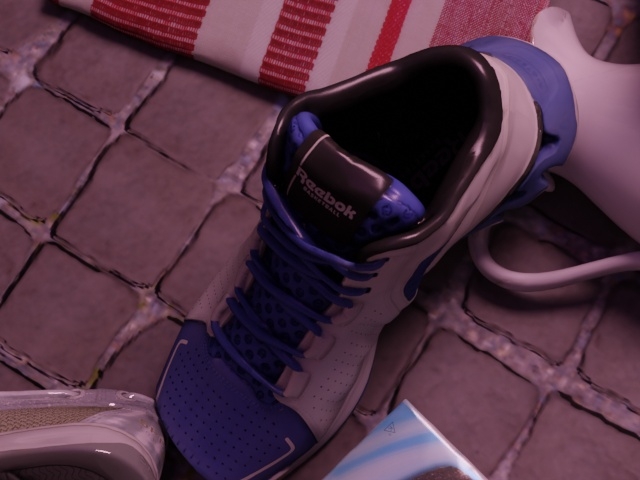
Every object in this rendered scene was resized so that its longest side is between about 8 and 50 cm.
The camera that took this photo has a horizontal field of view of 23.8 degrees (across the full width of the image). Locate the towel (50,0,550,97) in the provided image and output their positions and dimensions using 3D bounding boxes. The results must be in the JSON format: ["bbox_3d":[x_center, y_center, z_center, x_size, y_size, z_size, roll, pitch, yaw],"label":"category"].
[{"bbox_3d":[0.000,-0.215,1.008,0.329,0.037,0.237,21,94,14],"label":"towel"}]

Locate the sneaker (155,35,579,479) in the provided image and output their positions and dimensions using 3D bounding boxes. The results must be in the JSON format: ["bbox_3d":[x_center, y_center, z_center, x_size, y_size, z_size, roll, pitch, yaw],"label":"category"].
[{"bbox_3d":[0.001,-0.001,0.848,0.127,0.182,0.315,44,102,17],"label":"sneaker"}]

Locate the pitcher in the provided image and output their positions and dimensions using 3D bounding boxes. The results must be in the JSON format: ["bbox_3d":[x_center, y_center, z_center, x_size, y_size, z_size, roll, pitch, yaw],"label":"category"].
[{"bbox_3d":[0.202,-0.029,0.917,0.207,0.125,0.178,23,94,24],"label":"pitcher"}]

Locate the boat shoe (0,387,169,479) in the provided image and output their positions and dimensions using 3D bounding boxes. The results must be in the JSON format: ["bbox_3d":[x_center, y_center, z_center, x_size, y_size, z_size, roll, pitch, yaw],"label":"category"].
[{"bbox_3d":[-0.250,0.142,0.913,0.320,0.103,0.118,-7,115,7],"label":"boat shoe"}]

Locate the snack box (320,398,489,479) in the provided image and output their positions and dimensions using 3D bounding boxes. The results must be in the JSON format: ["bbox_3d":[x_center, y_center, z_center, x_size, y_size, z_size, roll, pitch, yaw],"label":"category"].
[{"bbox_3d":[0.001,0.268,0.856,0.322,0.060,0.187,-44,72,-9],"label":"snack box"}]
